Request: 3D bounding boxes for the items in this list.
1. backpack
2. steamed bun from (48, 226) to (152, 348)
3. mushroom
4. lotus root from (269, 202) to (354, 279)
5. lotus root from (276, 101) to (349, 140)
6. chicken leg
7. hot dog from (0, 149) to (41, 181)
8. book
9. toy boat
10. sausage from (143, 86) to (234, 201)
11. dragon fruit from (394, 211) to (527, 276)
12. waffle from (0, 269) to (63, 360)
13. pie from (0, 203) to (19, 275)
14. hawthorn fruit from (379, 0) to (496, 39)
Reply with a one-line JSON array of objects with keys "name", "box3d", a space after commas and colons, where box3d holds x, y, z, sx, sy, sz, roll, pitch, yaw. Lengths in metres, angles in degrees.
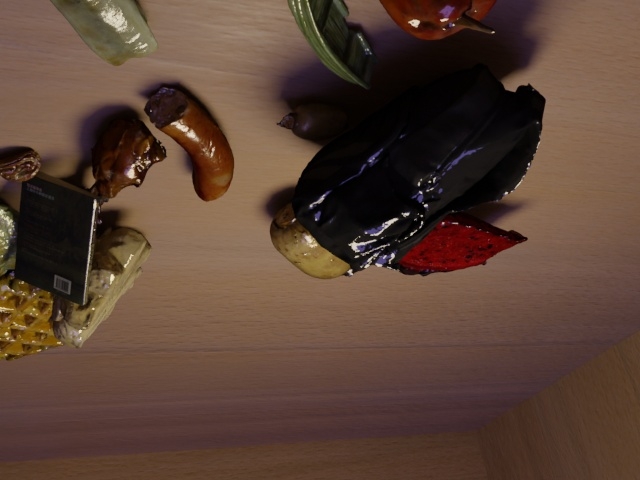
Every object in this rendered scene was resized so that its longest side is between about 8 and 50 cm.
[{"name": "backpack", "box3d": [0.182, -0.140, 1.491, 0.446, 0.363, 0.255, -36, 103, 22]}, {"name": "steamed bun", "box3d": [-0.468, 0.078, 1.756, 0.137, 0.295, 0.292, 36, 120, -2]}, {"name": "mushroom", "box3d": [-0.322, -0.345, 1.154, 0.100, 0.081, 0.312, -13, 157, 11]}, {"name": "lotus root", "box3d": [0.000, 0.000, 1.855, 0.160, 0.146, 0.284, -4, 152, 32]}, {"name": "lotus root", "box3d": [-0.007, -0.212, 1.529, 0.150, 0.062, 0.073, -5, 156, -37]}, {"name": "chicken leg", "box3d": [-0.382, -0.108, 1.540, 0.093, 0.113, 0.304, -32, 173, -46]}, {"name": "hot dog", "box3d": [-0.537, -0.131, 1.517, 0.083, 0.035, 0.058, -15, 145, 7]}, {"name": "book", "box3d": [-0.488, -0.004, 1.580, 0.160, 0.024, 0.228, 21, 116, 15]}, {"name": "toy boat", "box3d": [0.012, -0.331, 1.294, 0.055, 0.093, 0.293, 6, 159, 26]}, {"name": "sausage", "box3d": [-0.216, -0.165, 1.531, 0.103, 0.076, 0.302, -8, 152, 10]}, {"name": "dragon fruit", "box3d": [0.260, -0.007, 1.980, 0.344, 0.100, 0.282, 12, 146, -32]}, {"name": "waffle", "box3d": [-0.739, 0.182, 1.986, 0.382, 0.095, 0.379, -12, 151, -3]}, {"name": "pie", "box3d": [-0.692, 0.002, 1.644, 0.275, 0.105, 0.257, -18, 143, 12]}, {"name": "hawthorn fruit", "box3d": [0.159, -0.360, 1.102, 0.211, 0.262, 0.210, -7, 150, -4]}]
